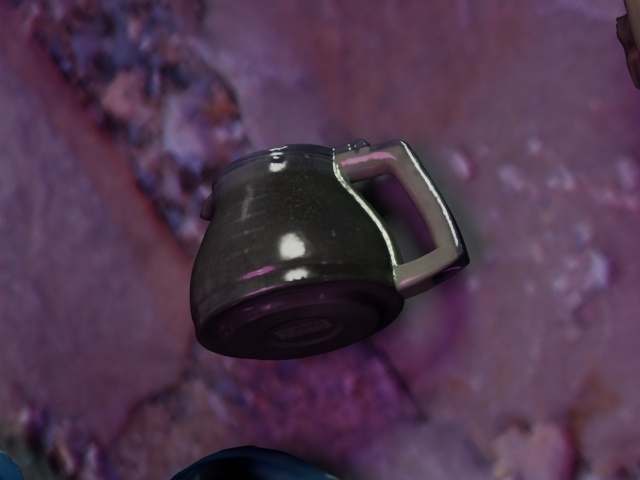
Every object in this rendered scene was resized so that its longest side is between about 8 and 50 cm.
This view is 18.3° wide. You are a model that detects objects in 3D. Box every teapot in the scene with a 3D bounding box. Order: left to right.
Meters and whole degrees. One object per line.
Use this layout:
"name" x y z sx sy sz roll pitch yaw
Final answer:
"teapot" 0.000 0.000 0.616 0.088 0.066 0.057 -16 68 12

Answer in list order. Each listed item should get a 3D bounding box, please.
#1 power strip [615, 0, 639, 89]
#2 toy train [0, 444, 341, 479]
"power strip" 0.195 -0.099 0.479 0.286 0.048 0.080 -23 83 32
"toy train" -0.101 0.204 0.634 0.300 0.188 0.265 3 102 30
